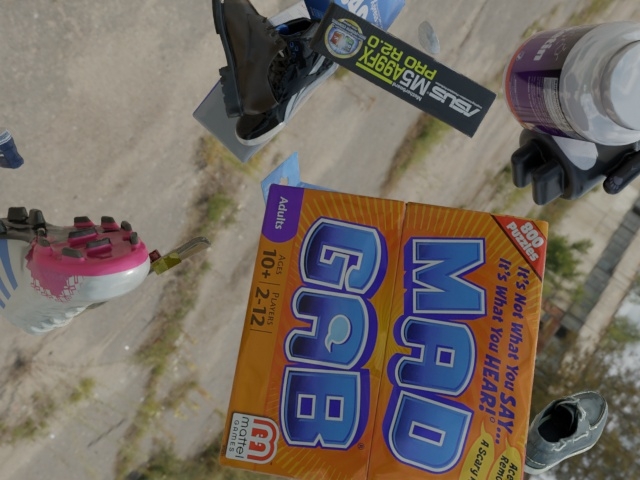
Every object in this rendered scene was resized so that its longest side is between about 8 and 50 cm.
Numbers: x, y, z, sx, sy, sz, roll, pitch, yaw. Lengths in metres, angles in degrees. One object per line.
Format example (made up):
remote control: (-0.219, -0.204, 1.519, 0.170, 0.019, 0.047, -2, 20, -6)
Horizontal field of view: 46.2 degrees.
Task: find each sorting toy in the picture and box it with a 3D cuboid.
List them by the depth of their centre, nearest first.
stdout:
sorting toy: (-0.291, 0.049, 1.201, 0.229, 0.041, 0.307, -31, -176, -27)

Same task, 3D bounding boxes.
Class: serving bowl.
serving bowl: (0.252, -0.479, 1.787, 0.027, 0.083, 0.083, -25, 163, -3)

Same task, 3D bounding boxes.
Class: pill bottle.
pill bottle: (0.425, -0.246, 1.177, 0.181, 0.181, 0.323, -54, -165, 4)

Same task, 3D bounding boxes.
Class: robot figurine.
robot figurine: (0.494, -0.187, 1.426, 0.278, 0.209, 0.173, -36, -176, -7)

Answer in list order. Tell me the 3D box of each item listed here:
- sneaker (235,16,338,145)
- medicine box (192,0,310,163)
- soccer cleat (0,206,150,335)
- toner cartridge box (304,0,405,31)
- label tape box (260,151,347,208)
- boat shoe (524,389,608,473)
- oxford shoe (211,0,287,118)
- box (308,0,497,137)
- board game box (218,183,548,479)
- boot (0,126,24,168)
sneaker: (-0.068, -0.255, 1.142, 0.217, 0.079, 0.121, -48, 148, -12)
medicine box: (-0.087, -0.338, 1.558, 0.263, 0.149, 0.289, -44, -172, 31)
soccer cleat: (-0.290, 0.046, 0.840, 0.116, 0.331, 0.143, -18, 110, -42)
toner cartridge box: (0.046, -0.428, 1.187, 0.165, 0.075, 0.348, -57, 161, -8)
label tape box: (0.000, 0.000, 1.578, 0.249, 0.115, 0.348, -56, 135, -66)
boat shoe: (0.535, 0.392, 1.615, 0.319, 0.116, 0.099, -18, 141, -38)
oxford shoe: (-0.095, -0.285, 1.013, 0.083, 0.096, 0.227, -92, 175, -68)
box: (0.099, -0.222, 0.958, 0.060, 0.216, 0.270, -60, -175, 15)
board game box: (0.092, 0.160, 1.070, 0.356, 0.356, 0.356, 72, 27, -76)
boot: (-0.727, -0.204, 1.647, 0.069, 0.190, 0.086, -43, 130, -32)
